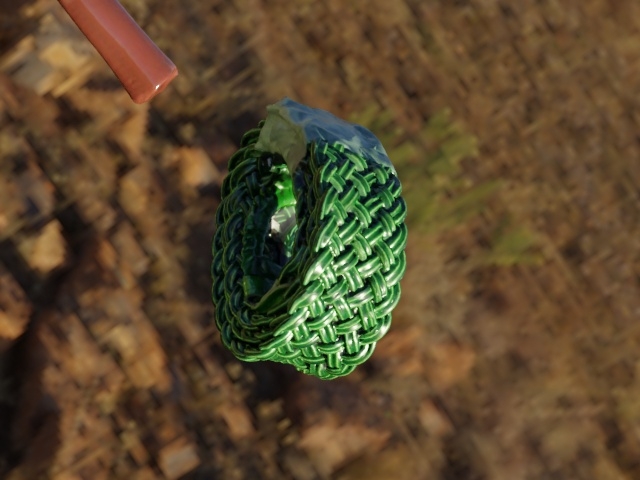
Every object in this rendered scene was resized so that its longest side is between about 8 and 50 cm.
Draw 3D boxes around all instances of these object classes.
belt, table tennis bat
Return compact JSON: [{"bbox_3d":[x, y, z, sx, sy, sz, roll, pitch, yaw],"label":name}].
[{"bbox_3d":[0.000,0.000,0.971,0.079,0.121,0.151,14,46,-28],"label":"belt"},{"bbox_3d":[-0.108,-0.117,0.687,0.155,0.019,0.098,51,31,-6],"label":"table tennis bat"}]
